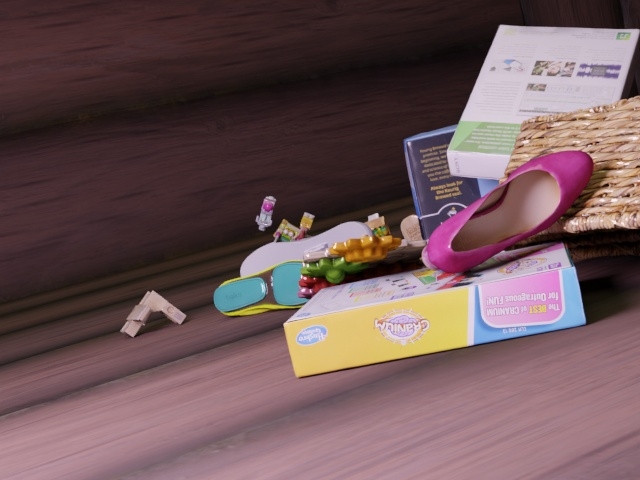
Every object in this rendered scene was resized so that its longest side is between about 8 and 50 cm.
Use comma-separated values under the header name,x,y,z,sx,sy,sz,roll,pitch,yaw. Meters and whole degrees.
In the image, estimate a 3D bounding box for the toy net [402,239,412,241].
name,x,y,z,sx,sy,sz,roll,pitch,yaw
toy net,0.059,0.052,2.031,0.232,0.045,0.122,-11,-25,-17

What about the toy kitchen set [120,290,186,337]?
name,x,y,z,sx,sy,sz,roll,pitch,yaw
toy kitchen set,-0.276,0.138,1.929,0.083,0.075,0.068,-57,18,-18

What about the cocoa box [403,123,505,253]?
name,x,y,z,sx,sy,sz,roll,pitch,yaw
cocoa box,0.326,-0.099,1.921,0.347,0.227,0.231,-12,4,5

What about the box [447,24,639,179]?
name,x,y,z,sx,sy,sz,roll,pitch,yaw
box,0.349,-0.214,1.770,0.232,0.058,0.322,7,47,23

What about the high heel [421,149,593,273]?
name,x,y,z,sx,sy,sz,roll,pitch,yaw
high heel,0.226,-0.040,1.325,0.244,0.082,0.117,-26,-2,-9

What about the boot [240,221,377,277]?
name,x,y,z,sx,sy,sz,roll,pitch,yaw
boot,-0.010,0.042,2.128,0.258,0.095,0.123,-16,-18,15

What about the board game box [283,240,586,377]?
name,x,y,z,sx,sy,sz,roll,pitch,yaw
board game box,0.137,0.074,1.327,0.317,0.064,0.242,-12,4,11

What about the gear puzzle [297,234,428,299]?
name,x,y,z,sx,sy,sz,roll,pitch,yaw
gear puzzle,0.060,0.042,1.497,0.176,0.044,0.339,-6,-13,-4

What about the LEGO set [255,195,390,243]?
name,x,y,z,sx,sy,sz,roll,pitch,yaw
LEGO set,0.000,0.000,2.450,0.287,0.132,0.107,10,24,4

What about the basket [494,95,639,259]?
name,x,y,z,sx,sy,sz,roll,pitch,yaw
basket,0.388,-0.034,1.486,0.299,0.213,0.223,-8,46,45

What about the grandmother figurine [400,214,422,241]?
name,x,y,z,sx,sy,sz,roll,pitch,yaw
grandmother figurine,0.248,-0.038,2.258,0.208,0.104,0.342,-26,-3,20

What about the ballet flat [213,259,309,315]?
name,x,y,z,sx,sy,sz,roll,pitch,yaw
ballet flat,-0.065,0.078,1.853,0.231,0.077,0.077,-12,-13,33
